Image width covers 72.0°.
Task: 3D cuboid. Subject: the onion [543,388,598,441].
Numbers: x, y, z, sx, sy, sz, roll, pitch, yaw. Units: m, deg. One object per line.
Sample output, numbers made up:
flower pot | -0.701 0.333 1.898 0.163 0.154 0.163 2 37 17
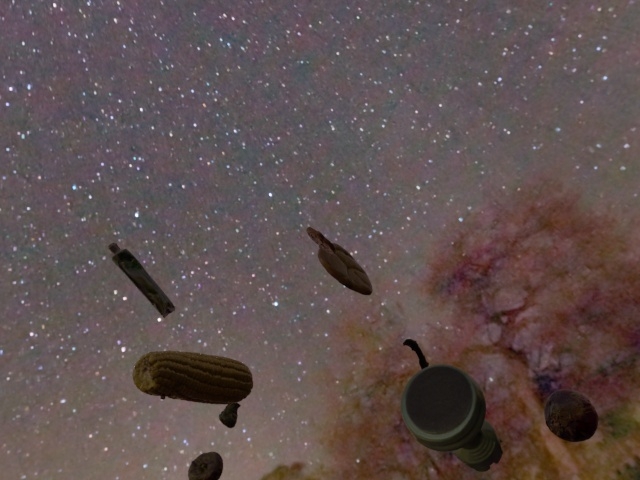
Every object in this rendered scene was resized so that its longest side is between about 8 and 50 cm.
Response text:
onion | 0.537 0.375 0.946 0.097 0.107 0.107 5 -52 -36

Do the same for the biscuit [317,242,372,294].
biscuit | 0.094 0.100 1.606 0.041 0.260 0.203 -50 -14 23

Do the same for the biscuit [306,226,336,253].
biscuit | 0.000 0.000 1.076 0.015 0.091 0.078 -49 -22 -13

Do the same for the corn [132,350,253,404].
corn | -0.167 0.192 0.614 0.067 0.067 0.206 -42 -34 10

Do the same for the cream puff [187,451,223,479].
cream puff | -0.465 0.939 1.797 0.149 0.149 0.084 -23 -61 -13

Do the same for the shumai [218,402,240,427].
shumai | -0.323 0.634 1.618 0.080 0.082 0.083 -46 -59 -2

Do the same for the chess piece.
chess piece | 0.342 0.454 1.082 0.194 0.194 0.299 -37 -56 5

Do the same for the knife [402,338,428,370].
knife | 0.304 0.362 1.317 0.222 0.021 0.045 54 -125 -26

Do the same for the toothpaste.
toothpaste | -0.489 0.106 1.200 0.047 0.248 0.078 -39 5 10
